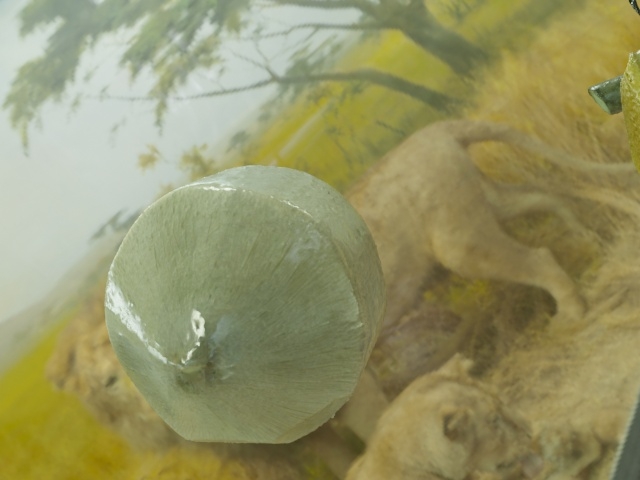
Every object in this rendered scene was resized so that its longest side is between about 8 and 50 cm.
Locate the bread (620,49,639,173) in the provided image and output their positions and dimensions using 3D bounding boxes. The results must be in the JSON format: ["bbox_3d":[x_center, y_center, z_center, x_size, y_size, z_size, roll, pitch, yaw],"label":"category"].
[{"bbox_3d":[0.585,-0.097,1.354,0.143,0.323,0.333,-26,59,9],"label":"bread"}]

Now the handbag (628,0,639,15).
[{"bbox_3d":[0.438,-0.346,1.160,0.072,0.115,0.139,38,-116,-86],"label":"handbag"}]

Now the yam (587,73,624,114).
[{"bbox_3d":[0.578,-0.281,1.704,0.146,0.070,0.070,-19,13,1],"label":"yam"}]

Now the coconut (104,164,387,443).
[{"bbox_3d":[-0.066,0.059,0.799,0.237,0.237,0.266,-40,4,15],"label":"coconut"}]
